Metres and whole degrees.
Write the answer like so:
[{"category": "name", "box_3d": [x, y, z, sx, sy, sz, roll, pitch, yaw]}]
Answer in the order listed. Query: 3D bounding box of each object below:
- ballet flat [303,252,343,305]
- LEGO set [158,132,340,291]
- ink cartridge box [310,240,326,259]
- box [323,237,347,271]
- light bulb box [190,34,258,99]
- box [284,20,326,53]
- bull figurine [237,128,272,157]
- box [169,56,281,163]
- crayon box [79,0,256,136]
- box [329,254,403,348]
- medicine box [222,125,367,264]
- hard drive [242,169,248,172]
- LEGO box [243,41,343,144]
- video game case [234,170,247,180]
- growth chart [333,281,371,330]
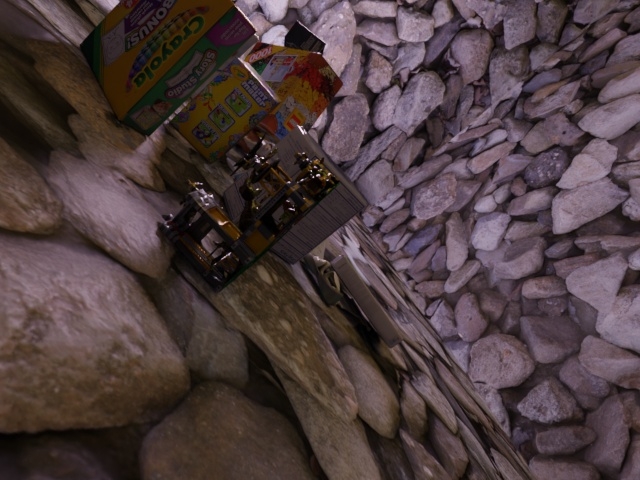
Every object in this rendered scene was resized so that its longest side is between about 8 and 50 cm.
[{"category": "ballet flat", "box_3d": [0.013, 0.102, 1.411, 0.072, 0.068, 0.213, 27, 29, -50]}, {"category": "LEGO set", "box_3d": [-0.141, -0.076, 0.869, 0.192, 0.331, 0.255, 48, 31, -2]}, {"category": "ink cartridge box", "box_3d": [-0.058, -0.033, 1.543, 0.189, 0.066, 0.232, 35, 55, -37]}, {"category": "box", "box_3d": [-0.024, -0.009, 1.666, 0.324, 0.067, 0.063, 45, 38, -29]}, {"category": "light bulb box", "box_3d": [-0.501, -0.823, 1.802, 0.358, 0.361, 0.225, 43, 12, -33]}, {"category": "box", "box_3d": [-0.072, -0.842, 1.995, 0.158, 0.093, 0.156, 37, -3, -5]}, {"category": "bull figurine", "box_3d": [-0.308, -0.427, 1.888, 0.188, 0.101, 0.310, 42, 2, -37]}, {"category": "box", "box_3d": [-0.290, -0.419, 1.473, 0.177, 0.279, 0.290, 47, 11, -14]}, {"category": "crayon box", "box_3d": [-0.377, -0.484, 1.097, 0.313, 0.363, 0.106, 55, 11, 27]}, {"category": "box", "box_3d": [0.143, 0.194, 1.530, 0.321, 0.059, 0.232, 56, -2, 1]}, {"category": "medicine box", "box_3d": [-0.070, -0.115, 1.270, 0.263, 0.289, 0.149, 40, 16, -43]}, {"category": "hard drive", "box_3d": [-0.117, -0.183, 1.683, 0.211, 0.040, 0.319, 8, -7, 24]}, {"category": "LEGO box", "box_3d": [-0.203, -0.649, 2.028, 0.500, 0.372, 0.193, 33, -4, 45]}, {"category": "video game case", "box_3d": [-0.150, -0.185, 1.461, 0.193, 0.213, 0.023, -120, -165, -44]}, {"category": "growth chart", "box_3d": [0.074, 0.195, 1.522, 0.237, 0.021, 0.172, 41, 13, -41]}]
